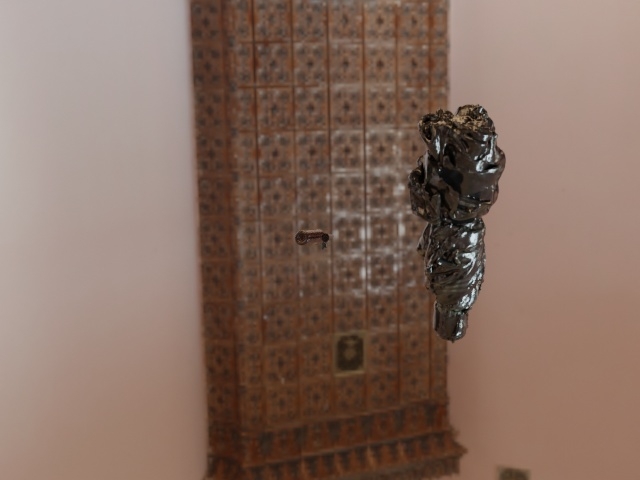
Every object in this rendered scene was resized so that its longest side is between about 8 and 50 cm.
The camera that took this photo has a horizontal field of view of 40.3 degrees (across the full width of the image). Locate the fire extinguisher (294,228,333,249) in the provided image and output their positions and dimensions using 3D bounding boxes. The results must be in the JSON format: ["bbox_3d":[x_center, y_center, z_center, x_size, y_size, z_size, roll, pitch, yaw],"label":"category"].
[{"bbox_3d":[0.000,-0.006,1.350,0.046,0.032,0.100,-26,172,21],"label":"fire extinguisher"}]

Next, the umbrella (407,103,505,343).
[{"bbox_3d":[0.181,-0.025,1.210,0.128,0.337,0.154,9,-140,17],"label":"umbrella"}]
